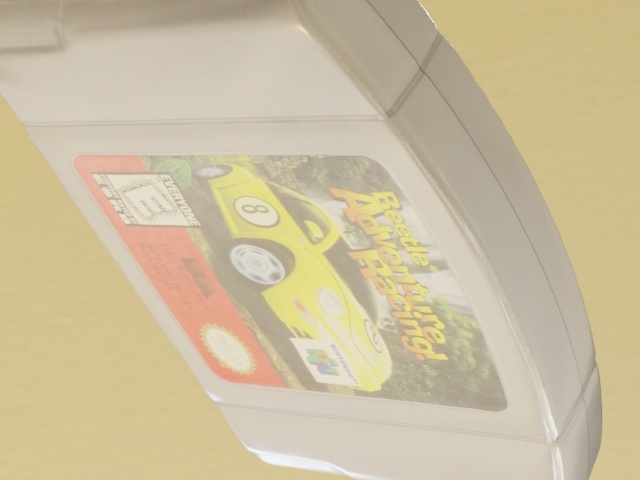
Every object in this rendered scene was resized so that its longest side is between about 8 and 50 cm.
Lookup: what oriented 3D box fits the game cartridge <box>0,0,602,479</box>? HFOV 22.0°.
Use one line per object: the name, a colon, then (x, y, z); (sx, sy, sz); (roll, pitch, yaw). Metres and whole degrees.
game cartridge: (0.000, 0.000, 0.665); (0.294, 0.196, 0.060); (59, -136, -35)
